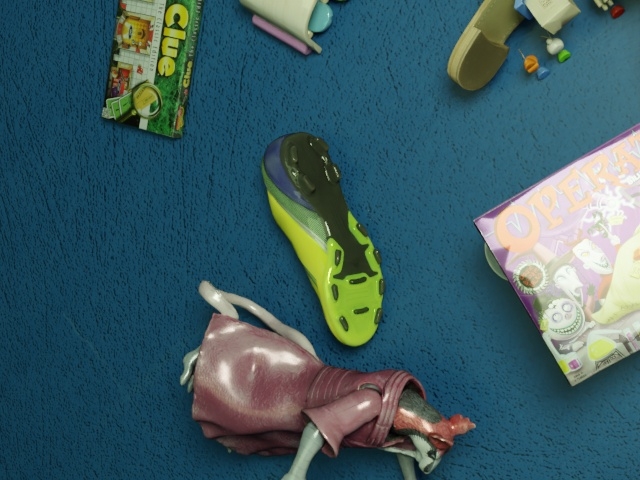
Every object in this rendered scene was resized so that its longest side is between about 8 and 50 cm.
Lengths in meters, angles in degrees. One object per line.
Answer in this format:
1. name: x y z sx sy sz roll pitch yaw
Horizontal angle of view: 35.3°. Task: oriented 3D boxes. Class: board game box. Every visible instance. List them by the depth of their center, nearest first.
1. board game box: 0.363 -0.019 1.059 0.347 0.056 0.208 -31 76 7
2. board game box: -0.236 -0.287 1.431 0.136 0.030 0.259 16 103 24

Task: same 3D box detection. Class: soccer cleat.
1. soccer cleat: 0.001 -0.001 1.315 0.121 0.093 0.289 -19 90 59

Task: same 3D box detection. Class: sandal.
1. sandal: 0.212 -0.291 1.156 0.240 0.088 0.079 -55 44 11

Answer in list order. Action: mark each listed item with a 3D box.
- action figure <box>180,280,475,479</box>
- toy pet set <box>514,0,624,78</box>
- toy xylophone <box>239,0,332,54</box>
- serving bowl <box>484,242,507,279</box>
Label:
1. action figure: 0.025 0.202 1.266 0.370 0.248 0.275 -2 77 32
2. toy pet set: 0.258 -0.255 1.125 0.122 0.114 0.065 -39 65 24
3. toy xylophone: -0.019 -0.414 1.267 0.236 0.081 0.322 42 113 18
4. serving bowl: 0.241 0.008 1.203 0.083 0.027 0.083 3 97 29
